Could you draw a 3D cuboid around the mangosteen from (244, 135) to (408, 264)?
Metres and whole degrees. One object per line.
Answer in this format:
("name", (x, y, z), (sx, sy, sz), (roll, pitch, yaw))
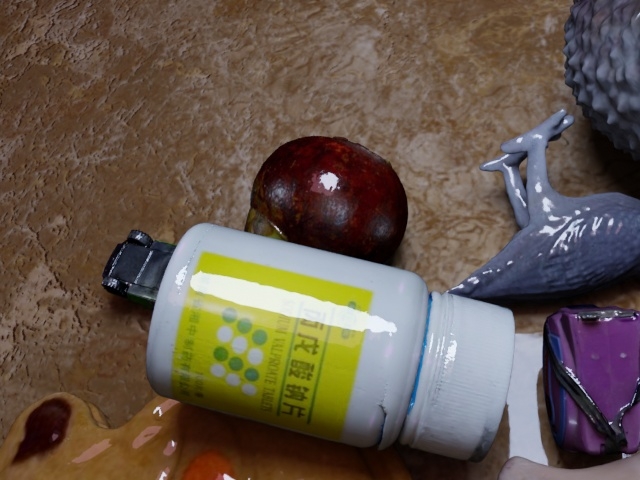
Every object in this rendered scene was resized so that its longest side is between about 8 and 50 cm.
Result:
("mangosteen", (0.000, -0.009, 0.690), (0.155, 0.146, 0.181), (19, 63, 18))

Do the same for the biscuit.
("biscuit", (-0.105, 0.279, 0.597), (0.454, 0.078, 0.350), (-7, 62, 9))

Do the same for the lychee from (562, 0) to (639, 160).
("lychee", (0.352, -0.172, 0.629), (0.299, 0.300, 0.300), (-6, 59, 10))

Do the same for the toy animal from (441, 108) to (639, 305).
("toy animal", (0.203, -0.007, 0.671), (0.366, 0.081, 0.206), (-7, 77, 7))

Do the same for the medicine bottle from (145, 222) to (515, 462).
("medicine bottle", (0.008, 0.081, 0.582), (0.257, 0.143, 0.144), (13, 62, 2))

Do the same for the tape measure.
("tape measure", (0.214, 0.107, 0.581), (0.074, 0.125, 0.118), (-3, 91, 9))

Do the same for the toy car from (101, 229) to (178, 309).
("toy car", (-0.136, 0.043, 0.742), (0.165, 0.062, 0.071), (13, 63, 20))

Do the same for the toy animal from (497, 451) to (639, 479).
("toy animal", (0.207, 0.239, 0.449), (0.326, 0.237, 0.269), (-43, 55, -16))
